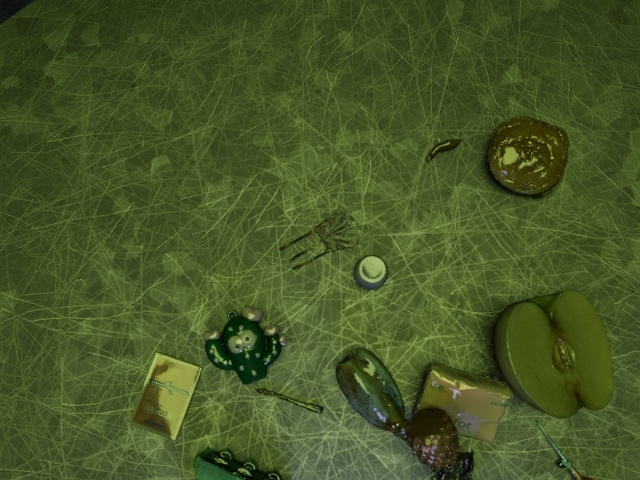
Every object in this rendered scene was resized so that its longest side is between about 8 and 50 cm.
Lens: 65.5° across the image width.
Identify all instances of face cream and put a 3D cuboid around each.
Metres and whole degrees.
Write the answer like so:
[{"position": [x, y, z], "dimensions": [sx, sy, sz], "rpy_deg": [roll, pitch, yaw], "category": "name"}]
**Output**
[{"position": [0.171, 0.105, 1.673], "dimensions": [0.117, 0.104, 0.117], "rpy_deg": [-1, 76, 2], "category": "face cream"}]

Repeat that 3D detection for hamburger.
[{"position": [0.729, -0.297, 1.743], "dimensions": [0.284, 0.134, 0.266], "rpy_deg": [14, 76, 6], "category": "hamburger"}]

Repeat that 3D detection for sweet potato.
[{"position": [0.445, -0.337, 1.807], "dimensions": [0.153, 0.038, 0.041], "rpy_deg": [-30, 55, -4], "category": "sweet potato"}]

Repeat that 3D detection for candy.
[{"position": [0.771, 0.694, 1.549], "dimensions": [0.078, 0.084, 0.288], "rpy_deg": [-33, 71, -2], "category": "candy"}]

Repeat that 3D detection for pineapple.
[{"position": [0.385, 0.666, 1.478], "dimensions": [0.165, 0.165, 0.365], "rpy_deg": [-33, 106, -6], "category": "pineapple"}]

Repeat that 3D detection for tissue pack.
[{"position": [0.432, 0.498, 1.546], "dimensions": [0.256, 0.123, 0.215], "rpy_deg": [14, 110, 6], "category": "tissue pack"}]

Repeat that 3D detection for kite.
[{"position": [0.000, 0.000, 1.749], "dimensions": [0.285, 0.015, 0.152], "rpy_deg": [-28, 75, -8], "category": "kite"}]

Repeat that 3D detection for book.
[{"position": [-0.508, 0.508, 1.636], "dimensions": [0.170, 0.018, 0.242], "rpy_deg": [17, 78, 5], "category": "book"}]

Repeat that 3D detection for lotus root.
[{"position": [0.173, 0.493, 1.573], "dimensions": [0.158, 0.140, 0.322], "rpy_deg": [-32, 84, -31], "category": "lotus root"}]

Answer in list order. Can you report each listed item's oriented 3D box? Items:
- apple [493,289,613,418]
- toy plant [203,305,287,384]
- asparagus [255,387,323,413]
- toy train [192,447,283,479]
[{"position": [0.710, 0.348, 1.517], "dimensions": [0.320, 0.311, 0.360], "rpy_deg": [-18, 80, 24], "category": "apple"}, {"position": [-0.247, 0.338, 1.624], "dimensions": [0.243, 0.112, 0.232], "rpy_deg": [44, 83, 4], "category": "toy plant"}, {"position": [-0.102, 0.520, 1.626], "dimensions": [0.232, 0.023, 0.022], "rpy_deg": [17, 33, 5], "category": "asparagus"}, {"position": [-0.251, 0.767, 1.515], "dimensions": [0.330, 0.138, 0.178], "rpy_deg": [21, 82, 6], "category": "toy train"}]
